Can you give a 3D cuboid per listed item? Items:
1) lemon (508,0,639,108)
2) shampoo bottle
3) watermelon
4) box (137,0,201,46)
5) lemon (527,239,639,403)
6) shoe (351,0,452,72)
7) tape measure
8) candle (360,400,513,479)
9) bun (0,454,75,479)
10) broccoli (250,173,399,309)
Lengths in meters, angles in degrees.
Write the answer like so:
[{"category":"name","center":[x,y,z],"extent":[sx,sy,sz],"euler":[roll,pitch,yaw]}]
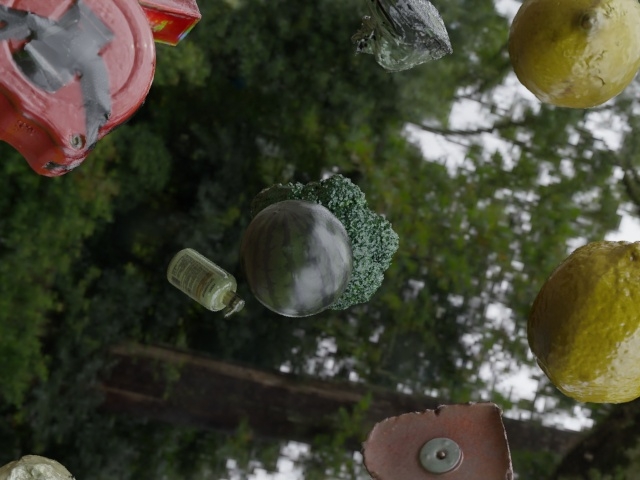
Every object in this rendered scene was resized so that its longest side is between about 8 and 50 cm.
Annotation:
[{"category":"lemon","center":[0.490,-0.380,2.128],"extent":[0.310,0.258,0.258],"euler":[80,23,-82]},{"category":"shampoo bottle","center":[-0.208,0.083,2.099],"extent":[0.079,0.162,0.079],"euler":[-42,151,-31]},{"category":"watermelon","center":[-0.041,0.033,2.002],"extent":[0.212,0.212,0.212],"euler":[-165,-90,-75]},{"category":"box","center":[-0.331,-0.472,1.789],"extent":[0.089,0.197,0.313],"euler":[-41,-120,36]},{"category":"lemon","center":[0.378,0.110,1.477],"extent":[0.204,0.204,0.260],"euler":[-94,-168,-50]},{"category":"shoe","center":[0.109,-0.332,1.772],"extent":[0.293,0.149,0.109],"euler":[18,52,-67]},{"category":"tape measure","center":[-0.329,-0.227,1.350],"extent":[0.114,0.253,0.260],"euler":[-21,-151,57]},{"category":"candle","center":[0.257,0.443,2.208],"extent":[0.287,0.317,0.131],"euler":[-49,145,-23]},{"category":"bun","center":[-0.339,0.368,1.406],"extent":[0.237,0.116,0.210],"euler":[91,-25,-79]},{"category":"broccoli","center":[0.000,0.000,2.234],"extent":[0.275,0.308,0.308],"euler":[-69,-176,-57]}]
